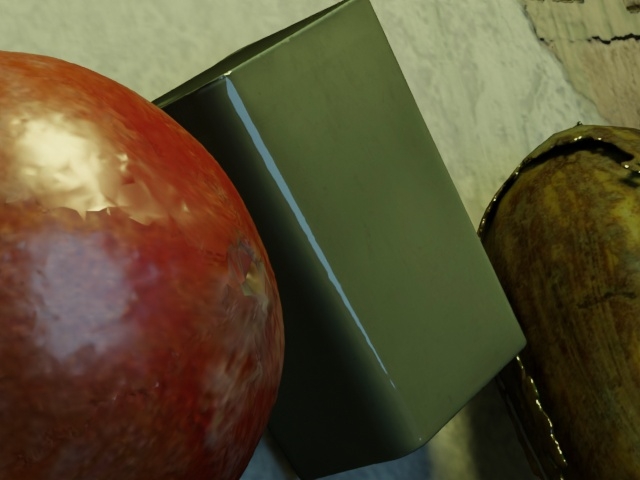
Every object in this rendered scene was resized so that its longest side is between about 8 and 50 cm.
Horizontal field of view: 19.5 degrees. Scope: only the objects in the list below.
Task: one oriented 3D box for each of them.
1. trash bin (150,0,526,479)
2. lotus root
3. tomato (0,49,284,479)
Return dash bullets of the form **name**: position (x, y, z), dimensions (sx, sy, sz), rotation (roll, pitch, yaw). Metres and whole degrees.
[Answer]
- **trash bin**: position (0.000, 0.000, 1.099), dimensions (0.164, 0.122, 0.240), rotation (-36, 101, -47)
- **lotus root**: position (0.212, 0.066, 1.189), dimensions (0.179, 0.196, 0.397), rotation (44, 17, -43)
- **tomato**: position (-0.141, 0.041, 0.838), dimensions (0.265, 0.265, 0.264), rotation (21, 59, -38)
